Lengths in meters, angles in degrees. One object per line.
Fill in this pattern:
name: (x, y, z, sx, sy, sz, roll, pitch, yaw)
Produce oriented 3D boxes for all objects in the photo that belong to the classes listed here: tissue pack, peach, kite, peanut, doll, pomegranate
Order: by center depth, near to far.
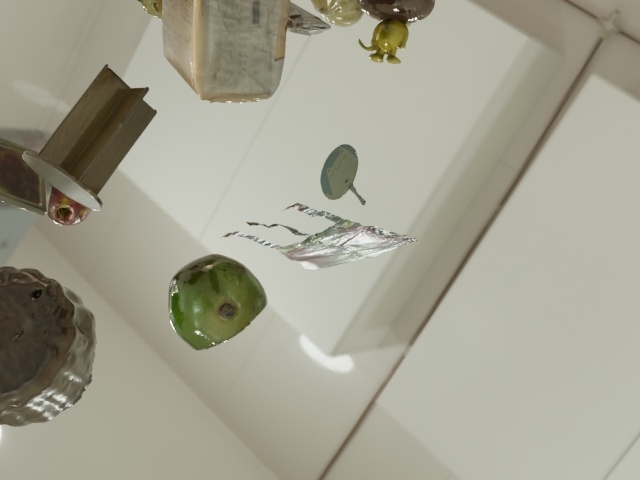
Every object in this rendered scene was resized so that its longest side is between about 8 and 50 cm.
kite: (-0.001, -0.004, 1.400, 0.360, 0.204, 0.022, 19, -123, -60)
tissue pack: (-0.126, -0.363, 1.472, 0.239, 0.238, 0.305, 22, -166, -26)
doll: (0.123, -0.415, 1.628, 0.145, 0.188, 0.096, 36, -165, 24)
peanut: (0.033, -0.538, 1.800, 0.129, 0.224, 0.129, -2, -173, 0)
pomegranate: (-0.209, 0.101, 1.834, 0.159, 0.190, 0.241, 59, -149, -9)
peach: (-0.570, -0.112, 2.113, 0.093, 0.127, 0.172, 16, -126, -2)

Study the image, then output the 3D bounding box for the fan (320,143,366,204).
fan: (0.048, -0.117, 1.752, 0.005, 0.113, 0.175, 16, -154, -37)

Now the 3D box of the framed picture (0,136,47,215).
framed picture: (-0.779, -0.181, 2.119, 0.290, 0.020, 0.211, 22, -145, -37)

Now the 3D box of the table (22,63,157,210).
table: (-0.408, -0.194, 1.660, 0.167, 0.226, 0.167, 29, 163, 10)

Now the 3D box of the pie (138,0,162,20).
pie: (-0.313, -0.642, 2.058, 0.083, 0.339, 0.339, 17, -168, 22)

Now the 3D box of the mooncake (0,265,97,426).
mooncake: (-0.622, 0.208, 1.831, 0.324, 0.324, 0.187, 37, 165, 18)
